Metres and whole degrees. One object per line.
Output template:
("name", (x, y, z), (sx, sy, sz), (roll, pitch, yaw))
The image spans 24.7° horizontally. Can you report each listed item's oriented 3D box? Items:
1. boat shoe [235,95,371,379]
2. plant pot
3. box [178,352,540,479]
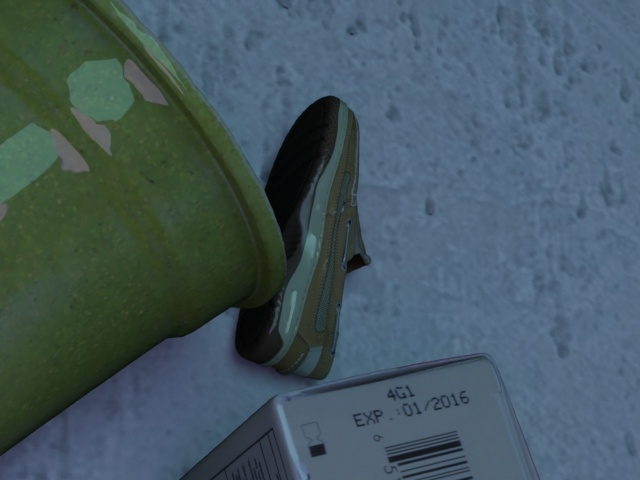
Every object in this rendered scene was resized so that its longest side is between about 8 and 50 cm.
("boat shoe", (0.000, 0.000, 0.951), (0.072, 0.068, 0.190), (25, 69, -25))
("plant pot", (-0.202, 0.012, 0.758), (0.276, 0.276, 0.254), (45, 70, 1))
("box", (0.011, 0.172, 0.769), (0.127, 0.232, 0.148), (-9, 71, -27))
